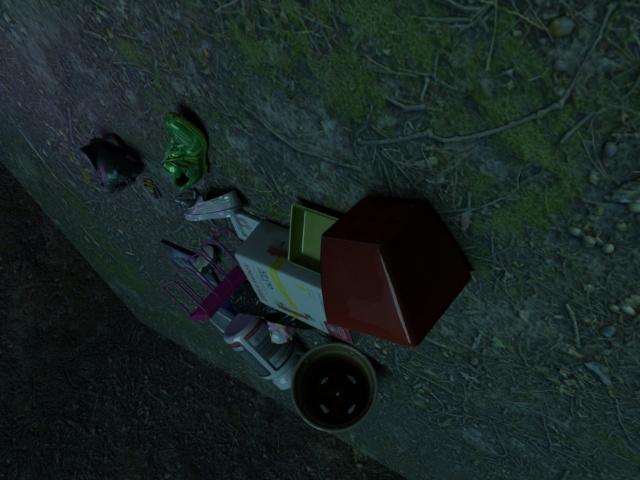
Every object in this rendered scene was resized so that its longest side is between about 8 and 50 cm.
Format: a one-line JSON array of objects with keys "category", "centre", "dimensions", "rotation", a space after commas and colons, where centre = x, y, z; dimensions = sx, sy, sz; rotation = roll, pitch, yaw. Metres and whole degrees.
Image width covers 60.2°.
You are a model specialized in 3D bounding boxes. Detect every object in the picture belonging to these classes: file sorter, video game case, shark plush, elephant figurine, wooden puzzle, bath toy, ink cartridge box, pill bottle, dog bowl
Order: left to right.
[{"category": "elephant figurine", "centre": [-0.760, -0.294, 1.935], "dimensions": [0.186, 0.169, 0.239], "rotation": [-38, 88, 34]}, {"category": "wooden puzzle", "centre": [-0.638, -0.192, 2.085], "dimensions": [0.078, 0.014, 0.116], "rotation": [20, 149, 31]}, {"category": "video game case", "centre": [-0.583, 0.102, 2.477], "dimensions": [0.274, 0.026, 0.196], "rotation": [18, 148, 31]}, {"category": "shark plush", "centre": [-0.426, -0.107, 1.904], "dimensions": [0.073, 0.067, 0.161], "rotation": [-3, 133, 52]}, {"category": "file sorter", "centre": [-0.397, 0.118, 1.989], "dimensions": [0.182, 0.290, 0.202], "rotation": [48, 152, -15]}, {"category": "dog bowl", "centre": [-0.410, 0.371, 2.610], "dimensions": [0.265, 0.104, 0.265], "rotation": [28, 152, 17]}, {"category": "video game case", "centre": [-0.235, -0.038, 1.840], "dimensions": [0.143, 0.019, 0.157], "rotation": [23, 150, 26]}, {"category": "pill bottle", "centre": [-0.236, 0.477, 2.430], "dimensions": [0.363, 0.210, 0.210], "rotation": [50, 151, -20]}, {"category": "bath toy", "centre": [-0.151, 0.311, 2.195], "dimensions": [0.348, 0.129, 0.151], "rotation": [88, 168, -55]}, {"category": "ink cartridge box", "centre": [-0.042, 0.128, 1.715], "dimensions": [0.385, 0.160, 0.279], "rotation": [21, 149, 29]}]

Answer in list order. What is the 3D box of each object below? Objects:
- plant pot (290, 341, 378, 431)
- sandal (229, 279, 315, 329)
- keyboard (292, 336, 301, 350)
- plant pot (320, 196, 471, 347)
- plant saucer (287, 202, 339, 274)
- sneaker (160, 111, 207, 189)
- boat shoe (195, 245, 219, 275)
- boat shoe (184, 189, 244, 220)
[{"category": "plant pot", "centre": [0.061, 0.606, 2.230], "dimensions": [0.334, 0.334, 0.305], "rotation": [30, 163, 14]}, {"category": "sandal", "centre": [-0.154, 0.234, 1.947], "dimensions": [0.446, 0.107, 0.167], "rotation": [1, 101, 31]}, {"category": "keyboard", "centre": [-0.155, 0.412, 2.469], "dimensions": [0.072, 0.014, 0.256], "rotation": [15, 146, 37]}, {"category": "plant pot", "centre": [0.152, 0.046, 1.274], "dimensions": [0.267, 0.267, 0.236], "rotation": [9, 129, 43]}, {"category": "plant saucer", "centre": [0.000, 0.000, 1.525], "dimensions": [0.188, 0.045, 0.188], "rotation": [21, 120, 29]}, {"category": "sneaker", "centre": [-0.394, -0.244, 1.586], "dimensions": [0.109, 0.123, 0.295], "rotation": [30, 152, 15]}, {"category": "boat shoe", "centre": [-0.451, 0.081, 2.254], "dimensions": [0.079, 0.084, 0.233], "rotation": [5, 156, -24]}, {"category": "boat shoe", "centre": [-0.353, -0.117, 1.773], "dimensions": [0.267, 0.096, 0.088], "rotation": [1, 109, 47]}]
